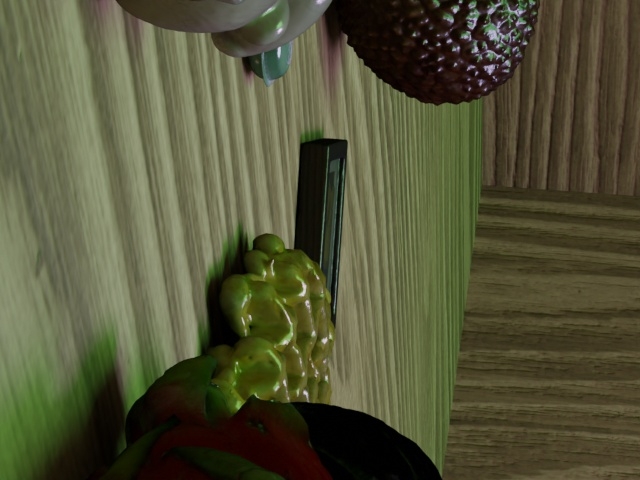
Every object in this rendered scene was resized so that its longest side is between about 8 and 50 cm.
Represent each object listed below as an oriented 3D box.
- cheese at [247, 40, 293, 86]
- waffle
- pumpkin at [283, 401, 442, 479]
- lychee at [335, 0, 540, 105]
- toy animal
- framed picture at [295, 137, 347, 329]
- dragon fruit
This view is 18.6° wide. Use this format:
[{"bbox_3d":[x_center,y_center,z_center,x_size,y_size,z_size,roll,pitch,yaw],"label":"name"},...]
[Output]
[{"bbox_3d":[-0.036,-0.141,1.310,0.120,0.026,0.067,54,41,-77],"label":"cheese"},{"bbox_3d":[-0.035,0.146,1.355,0.329,0.062,0.329,5,90,-83],"label":"waffle"},{"bbox_3d":[-0.010,0.203,1.124,0.220,0.162,0.220,12,76,-60],"label":"pumpkin"},{"bbox_3d":[0.101,-0.209,1.697,0.194,0.194,0.194,4,90,-82],"label":"lychee"},{"bbox_3d":[-0.059,-0.151,0.921,0.212,0.124,0.124,-6,101,-72],"label":"toy animal"},{"bbox_3d":[0.000,0.000,1.646,0.128,0.023,0.168,-30,124,-80],"label":"framed picture"},{"bbox_3d":[-0.045,0.180,0.939,0.269,0.198,0.200,-109,-171,-74],"label":"dragon fruit"}]
